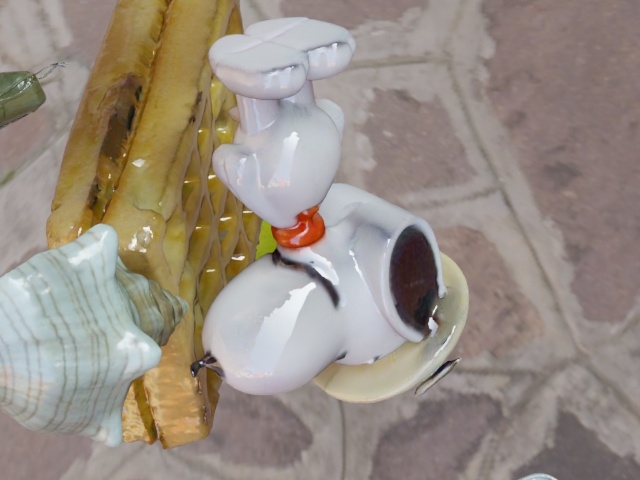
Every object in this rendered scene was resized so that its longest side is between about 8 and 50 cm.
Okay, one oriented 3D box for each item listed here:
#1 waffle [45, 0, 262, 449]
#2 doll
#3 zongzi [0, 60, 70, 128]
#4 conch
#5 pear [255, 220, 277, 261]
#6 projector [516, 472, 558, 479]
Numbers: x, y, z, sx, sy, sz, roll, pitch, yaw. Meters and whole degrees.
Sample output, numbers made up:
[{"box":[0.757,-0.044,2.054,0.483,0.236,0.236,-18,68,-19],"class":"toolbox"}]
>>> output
[{"box":[-0.115,-0.031,1.047,0.098,0.328,0.224,-3,133,12],"class":"waffle"},{"box":[0.015,-0.014,0.922,0.208,0.144,0.271,-11,117,-39],"class":"doll"},{"box":[-0.333,-0.142,1.424,0.154,0.130,0.062,-13,103,-1],"class":"zongzi"},{"box":[-0.140,0.058,0.793,0.114,0.234,0.137,43,100,6],"class":"conch"},{"box":[-0.117,-0.031,1.562,0.219,0.187,0.187,14,98,-1],"class":"pear"},{"box":[0.134,0.207,0.903,0.083,0.082,0.083,-26,70,-3],"class":"projector"}]
